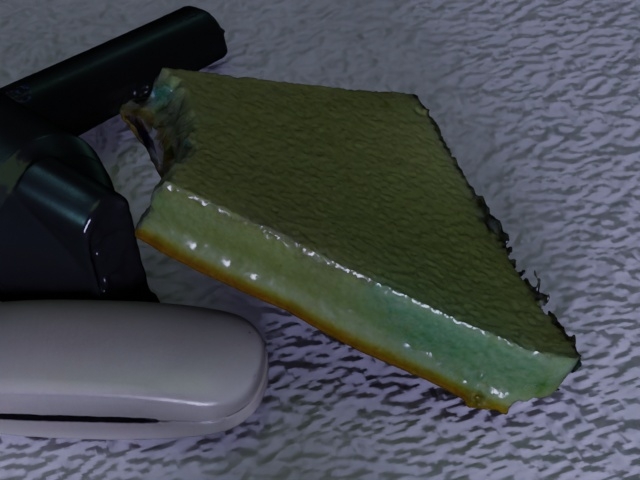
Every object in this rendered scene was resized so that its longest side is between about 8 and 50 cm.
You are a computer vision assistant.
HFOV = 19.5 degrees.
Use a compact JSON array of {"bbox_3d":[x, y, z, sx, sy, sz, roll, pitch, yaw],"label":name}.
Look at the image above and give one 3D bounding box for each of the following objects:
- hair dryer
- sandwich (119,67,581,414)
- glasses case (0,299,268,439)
[{"bbox_3d":[-0.138,-0.071,1.187,0.244,0.116,0.302,28,45,31],"label":"hair dryer"},{"bbox_3d":[0.000,0.000,1.044,0.212,0.063,0.245,4,37,-28],"label":"sandwich"},{"bbox_3d":[-0.131,0.072,1.047,0.204,0.051,0.081,2,41,10],"label":"glasses case"}]
